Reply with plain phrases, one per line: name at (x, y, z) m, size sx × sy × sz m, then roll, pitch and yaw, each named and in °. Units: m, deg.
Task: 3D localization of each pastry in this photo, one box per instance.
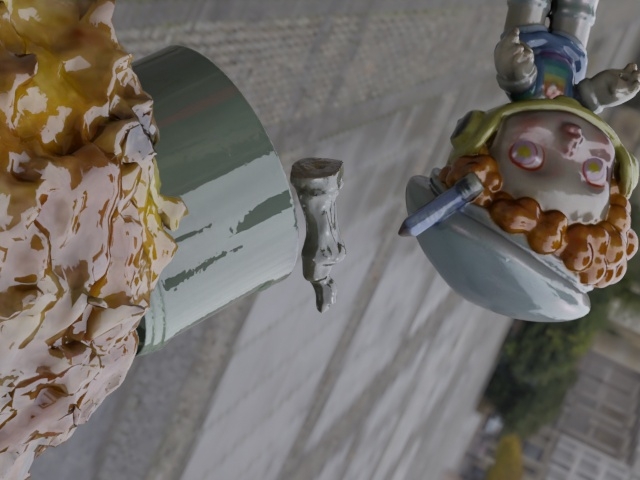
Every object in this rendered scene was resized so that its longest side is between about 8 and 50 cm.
pastry at (-0.272, 0.023, 0.643) m, size 0.337 × 0.292 × 0.405 m, roll 14°, pitch 141°, yaw -43°

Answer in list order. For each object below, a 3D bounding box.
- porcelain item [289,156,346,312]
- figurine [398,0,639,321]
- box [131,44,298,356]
porcelain item at (0.000, 0.000, 1.906) m, size 0.081 × 0.069 × 0.216 m, roll -70°, pitch 159°, yaw -66°
figurine at (0.226, -0.099, 1.425) m, size 0.382 × 0.224 × 0.205 m, roll -66°, pitch -166°, yaw -21°
box at (-0.144, -0.032, 1.187) m, size 0.149 × 0.226 × 0.226 m, roll -29°, pitch 153°, yaw -25°
